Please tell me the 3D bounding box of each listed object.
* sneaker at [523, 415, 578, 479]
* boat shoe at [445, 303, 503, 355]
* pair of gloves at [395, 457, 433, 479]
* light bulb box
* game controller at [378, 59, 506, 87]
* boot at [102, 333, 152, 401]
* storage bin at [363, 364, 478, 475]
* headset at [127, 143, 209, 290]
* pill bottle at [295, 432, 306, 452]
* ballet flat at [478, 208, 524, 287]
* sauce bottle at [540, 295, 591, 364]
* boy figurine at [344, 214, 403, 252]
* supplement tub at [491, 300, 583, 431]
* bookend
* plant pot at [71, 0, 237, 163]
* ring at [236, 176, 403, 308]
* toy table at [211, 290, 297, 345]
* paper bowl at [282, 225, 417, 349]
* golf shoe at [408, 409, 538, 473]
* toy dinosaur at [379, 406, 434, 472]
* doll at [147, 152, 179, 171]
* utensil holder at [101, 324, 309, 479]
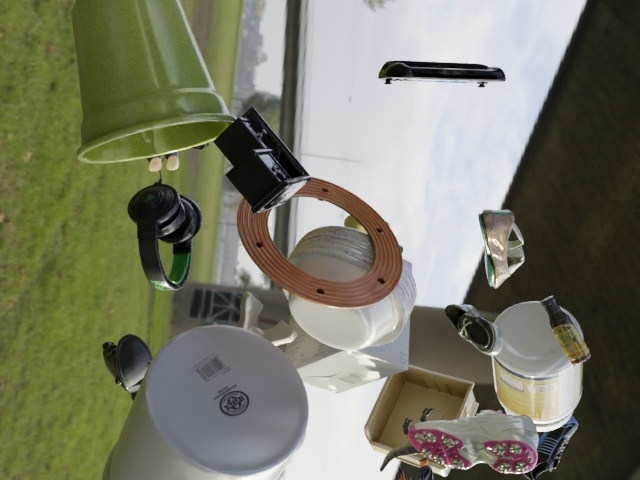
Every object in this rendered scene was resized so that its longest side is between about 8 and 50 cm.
[{"bbox_3d":[0.701,0.633,2.115,0.232,0.081,0.090,-46,-143,10],"label":"sneaker"},{"bbox_3d":[0.368,0.215,1.705,0.219,0.070,0.078,-132,-123,-69],"label":"boat shoe"},{"bbox_3d":[0.187,0.473,1.373,0.010,0.083,0.074,-8,-84,66],"label":"pair of gloves"},{"bbox_3d":[0.083,0.242,2.167,0.358,0.225,0.361,-31,-137,47],"label":"light bulb box"},{"bbox_3d":[0.316,-0.430,1.825,0.166,0.319,0.067,-115,-154,-69],"label":"game controller"},{"bbox_3d":[-0.520,0.323,1.836,0.229,0.091,0.263,27,-47,46],"label":"boot"},{"bbox_3d":[0.302,0.531,2.096,0.260,0.262,0.123,-59,143,-29],"label":"storage bin"},{"bbox_3d":[-0.367,-0.071,1.781,0.243,0.185,0.394,46,40,-76],"label":"headset"},{"bbox_3d":[-0.137,0.496,1.827,0.272,0.152,0.152,132,-37,-69],"label":"pill bottle"},{"bbox_3d":[0.492,0.028,1.876,0.316,0.106,0.107,65,18,-53],"label":"ballet flat"},{"bbox_3d":[0.445,0.163,1.276,0.128,0.042,0.042,60,-15,7],"label":"sauce bottle"},{"bbox_3d":[0.175,0.003,2.390,0.092,0.285,0.177,21,-101,43],"label":"boy figurine"},{"bbox_3d":[0.572,0.339,1.846,0.228,0.228,0.316,-92,169,-47],"label":"supplement tub"},{"bbox_3d":[-0.104,-0.130,1.095,0.072,0.157,0.156,-40,178,15],"label":"bookend"},{"bbox_3d":[-0.302,-0.288,1.188,0.276,0.276,0.254,173,-97,-82],"label":"plant pot"},{"bbox_3d":[0.000,0.000,1.333,0.336,0.336,0.032,-91,-158,-44],"label":"ring"},{"bbox_3d":[-0.193,0.280,2.071,0.161,0.252,0.274,-50,145,-12],"label":"toy table"},{"bbox_3d":[0.047,0.119,1.465,0.148,0.284,0.284,-59,171,-38],"label":"paper bowl"},{"bbox_3d":[0.362,0.461,1.647,0.140,0.306,0.115,-50,134,-50],"label":"golf shoe"},{"bbox_3d":[0.262,0.509,1.815,0.064,0.268,0.118,42,32,-47],"label":"toy dinosaur"},{"bbox_3d":[-0.372,-0.232,1.555,0.046,0.129,0.189,104,-29,-45],"label":"doll"},{"bbox_3d":[-0.225,0.396,1.351,0.327,0.327,0.385,-91,-157,-44],"label":"utensil holder"}]
